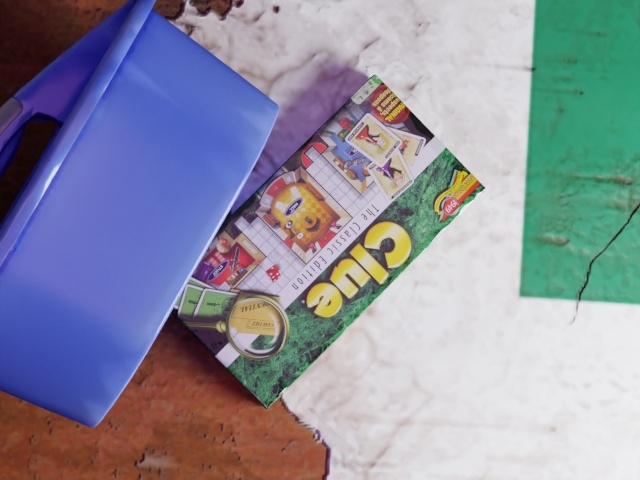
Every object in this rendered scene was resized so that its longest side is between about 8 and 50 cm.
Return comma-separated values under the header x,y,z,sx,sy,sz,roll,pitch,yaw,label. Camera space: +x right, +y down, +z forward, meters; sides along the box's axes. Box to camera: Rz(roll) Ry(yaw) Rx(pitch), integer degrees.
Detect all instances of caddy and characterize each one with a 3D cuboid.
x,y,z,sx,sy,sz,roll,pitch,yaw,label
-0.182,-0.025,1.251,0.179,0.241,0.341,31,83,-11,caddy

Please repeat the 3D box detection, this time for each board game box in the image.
x,y,z,sx,sy,sz,roll,pitch,yaw,label
0.000,0.000,1.377,0.136,0.030,0.260,45,83,-5,board game box
